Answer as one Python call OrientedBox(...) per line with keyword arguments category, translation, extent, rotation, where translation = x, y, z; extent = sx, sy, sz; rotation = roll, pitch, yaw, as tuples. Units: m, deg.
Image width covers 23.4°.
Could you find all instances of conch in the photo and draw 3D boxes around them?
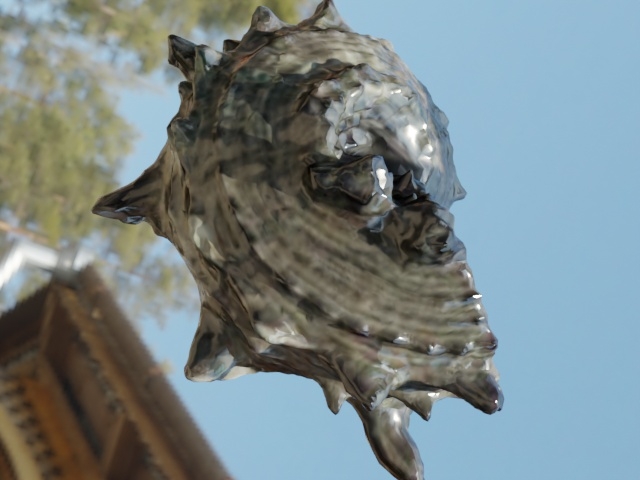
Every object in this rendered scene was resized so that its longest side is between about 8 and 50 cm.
OrientedBox(category="conch", translation=(0.012, -0.005, 0.936), extent=(0.186, 0.241, 0.313), rotation=(-47, -119, 28))
